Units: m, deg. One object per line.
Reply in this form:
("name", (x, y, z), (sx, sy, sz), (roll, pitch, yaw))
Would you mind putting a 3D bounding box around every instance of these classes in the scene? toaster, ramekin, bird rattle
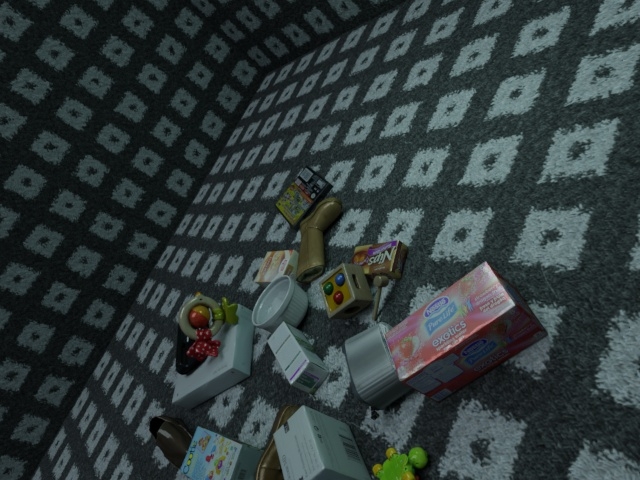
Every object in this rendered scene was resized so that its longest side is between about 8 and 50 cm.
("toaster", (0.155, 0.319, 1.159), (0.146, 0.129, 0.227), (-39, 34, 19))
("ramekin", (-0.137, 0.237, 1.613), (0.207, 0.109, 0.207), (-40, 26, 24))
("bird rattle", (-0.435, 0.311, 1.709), (0.253, 0.207, 0.143), (-55, 13, -19))

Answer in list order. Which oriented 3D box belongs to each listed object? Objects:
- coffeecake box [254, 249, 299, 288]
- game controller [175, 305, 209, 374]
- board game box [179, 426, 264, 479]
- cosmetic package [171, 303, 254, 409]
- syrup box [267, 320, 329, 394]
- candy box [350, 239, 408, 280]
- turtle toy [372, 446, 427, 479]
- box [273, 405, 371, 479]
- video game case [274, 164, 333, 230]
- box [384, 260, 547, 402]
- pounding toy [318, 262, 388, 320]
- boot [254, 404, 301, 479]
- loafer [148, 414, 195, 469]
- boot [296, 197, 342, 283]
("coffeecake box", (-0.165, 0.117, 1.821), (0.185, 0.068, 0.142), (-6, 55, 50))
("game controller", (-0.523, 0.395, 1.876), (0.166, 0.067, 0.319), (-32, 36, 8))
("board game box", (-0.279, 0.676, 1.377), (0.275, 0.142, 0.144), (-9, 53, 48))
("cosmetic package", (-0.421, 0.463, 1.806), (0.377, 0.097, 0.284), (-35, 35, 28))
("syrup box", (-0.075, 0.367, 1.445), (0.096, 0.093, 0.237), (-51, 32, 3))
("candy box", (0.178, 0.067, 1.434), (0.187, 0.053, 0.109), (-11, 52, 50))
("turtle toy", (0.182, 0.508, 1.002), (0.130, 0.066, 0.095), (-52, 32, 3))
("box", (0.004, 0.530, 1.105), (0.119, 0.182, 0.181), (-47, 33, 10))
("video game case", (-0.081, -0.195, 2.037), (0.248, 0.035, 0.275), (-50, 33, 6))
("box", (0.315, 0.210, 1.026), (0.300, 0.154, 0.142), (-42, 34, 21))
("pounding toy", (0.103, 0.158, 1.363), (0.206, 0.094, 0.181), (-43, 51, 36))
("boot", (-0.091, 0.605, 1.243), (0.115, 0.112, 0.305), (-9, 50, 36))
("loafer", (-0.545, 0.742, 1.674), (0.366, 0.130, 0.133), (-2, 59, 52))
("boot", (0.000, 0.000, 1.707), (0.236, 0.089, 0.269), (-43, 32, 37))
